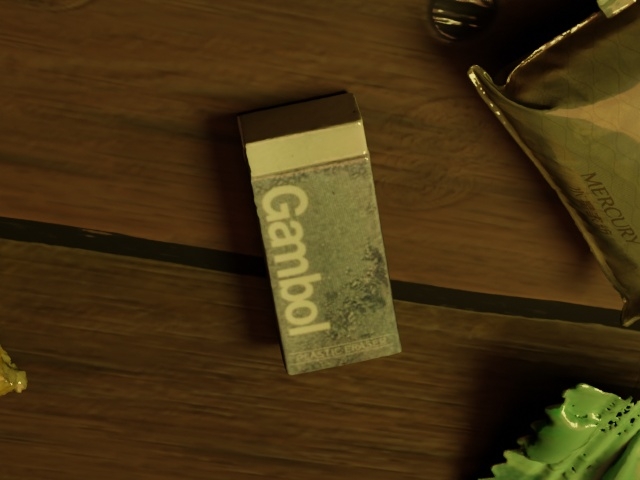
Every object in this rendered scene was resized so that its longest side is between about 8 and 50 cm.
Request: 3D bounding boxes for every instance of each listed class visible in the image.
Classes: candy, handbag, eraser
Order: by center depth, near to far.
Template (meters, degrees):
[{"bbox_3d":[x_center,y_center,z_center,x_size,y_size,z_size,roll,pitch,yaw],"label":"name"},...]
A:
[{"bbox_3d":[0.236,-0.070,1.254,0.182,0.117,0.270,-33,122,7],"label":"handbag"},{"bbox_3d":[0.000,0.000,1.298,0.092,0.046,0.212,-12,125,-2],"label":"eraser"},{"bbox_3d":[0.322,0.239,1.448,0.398,0.172,0.263,23,130,-9],"label":"candy"}]

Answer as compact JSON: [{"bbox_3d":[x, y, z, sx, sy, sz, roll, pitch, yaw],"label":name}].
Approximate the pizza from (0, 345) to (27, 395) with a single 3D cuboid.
[{"bbox_3d":[-0.340,0.052,1.265,0.292,0.058,0.197,17,118,-20],"label":"pizza"}]
